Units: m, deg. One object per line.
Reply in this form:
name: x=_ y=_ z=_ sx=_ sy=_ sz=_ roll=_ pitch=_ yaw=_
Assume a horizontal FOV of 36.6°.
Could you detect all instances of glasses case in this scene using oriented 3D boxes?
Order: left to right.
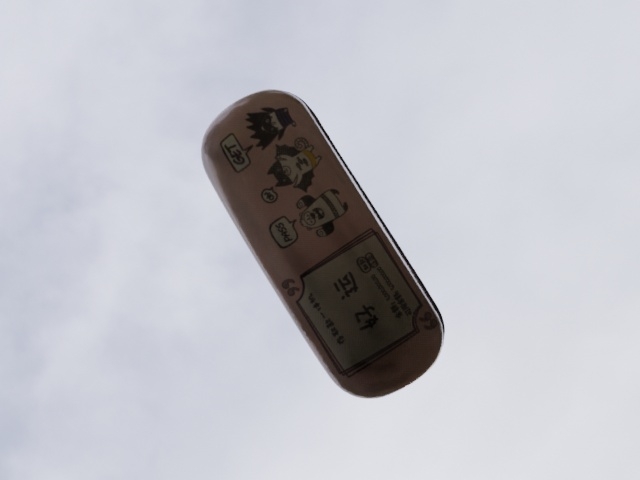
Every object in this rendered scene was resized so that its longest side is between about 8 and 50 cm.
glasses case: x=0.000 y=0.000 z=0.911 sx=0.122 sy=0.075 sz=0.314 roll=-33 pitch=-97 yaw=10
